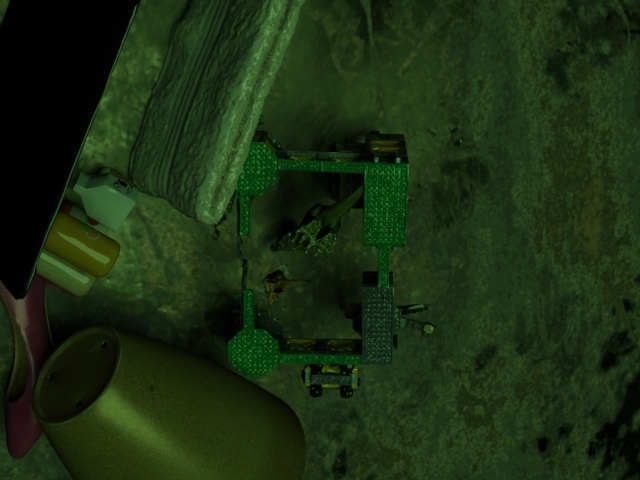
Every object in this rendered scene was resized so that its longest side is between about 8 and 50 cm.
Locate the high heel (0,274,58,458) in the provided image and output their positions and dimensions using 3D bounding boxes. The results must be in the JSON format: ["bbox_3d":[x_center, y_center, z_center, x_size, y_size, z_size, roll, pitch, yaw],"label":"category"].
[{"bbox_3d":[-0.334,0.112,1.204,0.117,0.082,0.244,13,95,-35],"label":"high heel"}]

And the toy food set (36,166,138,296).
[{"bbox_3d":[-0.263,-0.021,1.142,0.104,0.232,0.111,32,109,-16],"label":"toy food set"}]

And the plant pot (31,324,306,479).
[{"bbox_3d":[-0.181,0.205,1.206,0.237,0.237,0.254,-48,129,-8],"label":"plant pot"}]

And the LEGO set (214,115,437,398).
[{"bbox_3d":[0.000,0.000,1.333,0.254,0.192,0.331,-6,106,4],"label":"LEGO set"}]

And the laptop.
[{"bbox_3d":[-0.154,-0.165,1.048,0.407,0.382,0.236,-18,113,-23],"label":"laptop"}]

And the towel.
[{"bbox_3d":[-0.114,-0.166,1.184,0.049,0.187,0.282,17,95,-35],"label":"towel"}]
